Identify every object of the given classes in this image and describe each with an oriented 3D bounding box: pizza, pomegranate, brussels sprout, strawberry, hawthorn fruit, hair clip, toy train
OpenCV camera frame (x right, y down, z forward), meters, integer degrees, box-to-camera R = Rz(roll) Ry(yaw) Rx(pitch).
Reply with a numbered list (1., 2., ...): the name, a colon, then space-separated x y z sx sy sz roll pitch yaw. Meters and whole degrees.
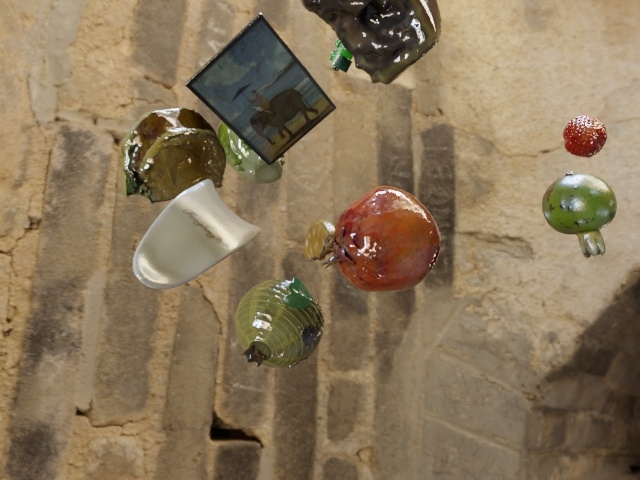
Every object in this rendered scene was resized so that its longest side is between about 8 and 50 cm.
1. pizza: 0.003 0.001 1.544 0.058 0.246 0.127 0 -112 -17
2. pomegranate: 0.729 -0.073 1.474 0.202 0.202 0.247 -9 -95 -49
3. brussels sprout: -0.211 -0.305 1.669 0.210 0.219 0.271 6 -128 -45
4. strawberry: 0.447 -0.174 0.889 0.083 0.074 0.073 -39 -64 -68
5. hawthorn fruit: 0.137 0.016 1.349 0.308 0.276 0.275 -25 -75 -29
6. hair clip: -0.266 -0.005 1.090 0.172 0.113 0.282 46 -115 -2
7. toy train: 0.112 -0.676 1.748 0.085 0.251 0.119 26 -161 -15

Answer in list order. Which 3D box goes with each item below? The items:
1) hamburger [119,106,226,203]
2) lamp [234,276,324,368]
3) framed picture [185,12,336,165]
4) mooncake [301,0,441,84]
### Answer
1. hamburger: -0.354 -0.214 1.277 0.309 0.133 0.211 -22 -53 -53
2. lamp: -0.122 0.236 1.425 0.284 0.250 0.250 -49 -58 -54
3. framed picture: -0.149 -0.387 1.419 0.347 0.265 0.016 43 -168 -40
4. mooncake: 0.132 -0.630 1.406 0.393 0.246 0.393 -13 -99 -44
